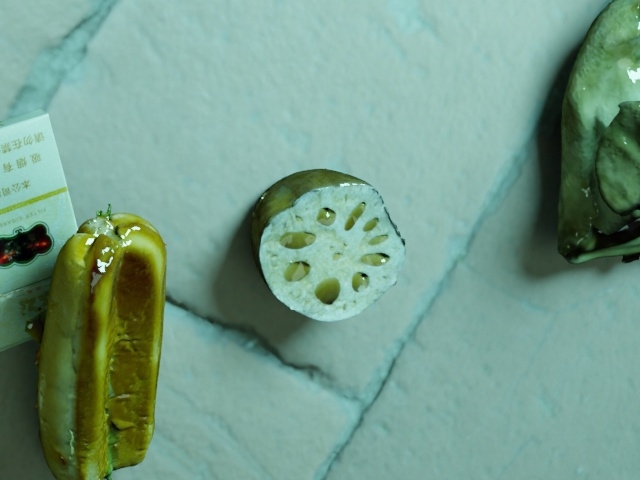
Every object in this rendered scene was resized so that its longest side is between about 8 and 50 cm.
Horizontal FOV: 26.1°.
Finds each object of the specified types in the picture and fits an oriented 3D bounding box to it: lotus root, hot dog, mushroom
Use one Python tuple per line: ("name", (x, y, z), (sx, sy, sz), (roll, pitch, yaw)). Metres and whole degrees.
("lotus root", (-0.003, 0.002, 1.107), (0.112, 0.081, 0.122), (-33, 121, -12))
("hot dog", (-0.170, 0.090, 1.036), (0.104, 0.076, 0.250), (-31, 142, -42))
("mushroom", (0.300, -0.101, 1.215), (0.292, 0.217, 0.212), (-27, 77, -35))

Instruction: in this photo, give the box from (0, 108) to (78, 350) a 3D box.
("box", (-0.225, -0.006, 1.016), (0.090, 0.024, 0.167), (-21, 117, -22))
